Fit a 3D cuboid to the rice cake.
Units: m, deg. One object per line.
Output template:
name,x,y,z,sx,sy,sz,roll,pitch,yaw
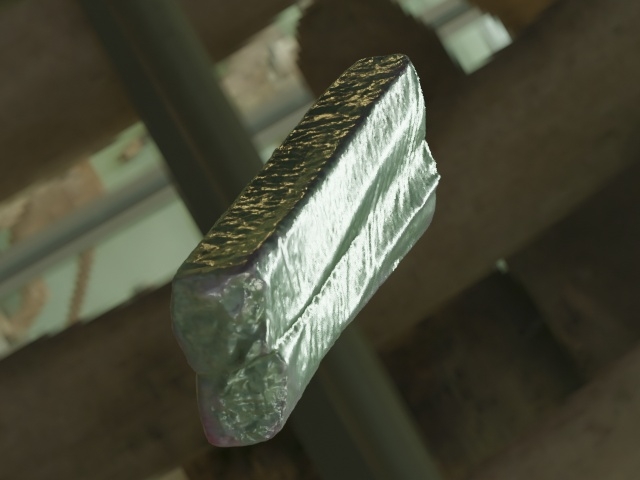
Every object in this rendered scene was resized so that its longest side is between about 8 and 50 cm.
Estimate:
rice cake,0.000,0.000,0.745,0.222,0.042,0.080,-53,140,-58
